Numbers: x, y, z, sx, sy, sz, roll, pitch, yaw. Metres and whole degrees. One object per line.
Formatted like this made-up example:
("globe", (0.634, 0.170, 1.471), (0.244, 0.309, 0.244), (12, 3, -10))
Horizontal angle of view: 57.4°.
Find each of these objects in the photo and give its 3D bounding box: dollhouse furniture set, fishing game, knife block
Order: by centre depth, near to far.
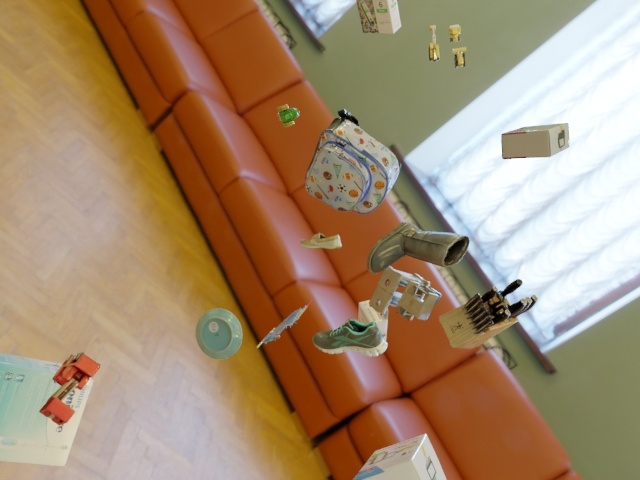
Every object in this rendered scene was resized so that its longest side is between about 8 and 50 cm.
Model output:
("knife block", (0.437, 0.186, 1.475), (0.276, 0.242, 0.088), (22, 43, -60))
("dollhouse furniture set", (0.252, 0.173, 1.604), (0.129, 0.128, 0.184), (17, 12, -38))
("fishing game", (-0.133, 0.322, 2.161), (0.041, 0.264, 0.189), (48, 34, -3))

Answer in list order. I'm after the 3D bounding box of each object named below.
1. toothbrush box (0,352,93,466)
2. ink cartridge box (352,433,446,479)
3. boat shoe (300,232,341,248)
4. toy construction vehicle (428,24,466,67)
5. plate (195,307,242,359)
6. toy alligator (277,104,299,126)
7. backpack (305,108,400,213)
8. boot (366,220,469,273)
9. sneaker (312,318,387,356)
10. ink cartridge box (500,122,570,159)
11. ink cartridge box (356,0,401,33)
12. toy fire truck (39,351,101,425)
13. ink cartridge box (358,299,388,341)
("toothbrush box", (-0.716, 0.386, 1.355), (0.296, 0.216, 0.126), (19, -5, -32))
("ink cartridge box", (0.256, 0.750, 1.791), (0.197, 0.198, 0.270), (67, 16, 9))
("boat shoe", (0.000, 0.000, 1.737), (0.050, 0.136, 0.045), (-18, 107, -62))
("toy construction vehicle", (0.295, -0.453, 1.359), (0.035, 0.086, 0.098), (-30, 117, -80))
("plate", (-0.375, 0.341, 2.125), (0.188, 0.188, 0.024), (54, 14, 9))
("toy alligator", (-0.088, -0.350, 1.619), (0.189, 0.051, 0.056), (-121, -169, -75))
("backpack", (0.098, -0.213, 1.792), (0.264, 0.276, 0.213), (27, 50, 2))
("boot", (0.237, 0.035, 1.443), (0.209, 0.189, 0.076), (28, -19, 49))
("sneaker", (0.058, 0.197, 1.241), (0.065, 0.167, 0.076), (-55, 136, -54))
("ink cartridge box", (0.575, -0.266, 1.557), (0.175, 0.128, 0.072), (-24, 110, -49))
("ink cartridge box", (0.089, -0.397, 0.951), (0.063, 0.029, 0.115), (16, -39, 35))
("toy fire truck", (-0.496, 0.287, 1.141), (0.047, 0.192, 0.135), (44, 57, -19))
("ink cartridge box", (0.167, 0.264, 1.887), (0.104, 0.062, 0.181), (-121, -156, -49))
